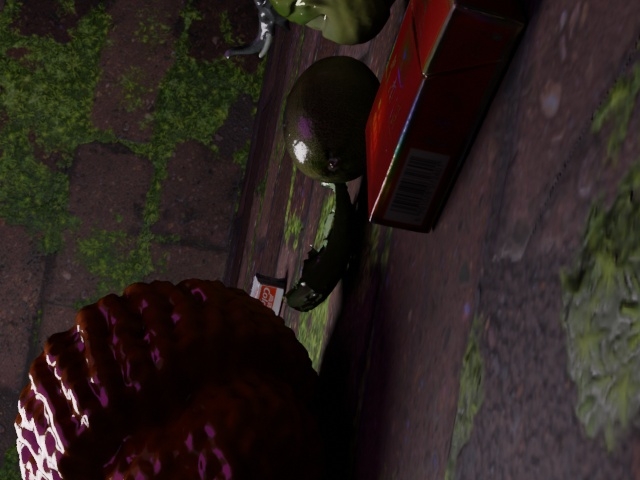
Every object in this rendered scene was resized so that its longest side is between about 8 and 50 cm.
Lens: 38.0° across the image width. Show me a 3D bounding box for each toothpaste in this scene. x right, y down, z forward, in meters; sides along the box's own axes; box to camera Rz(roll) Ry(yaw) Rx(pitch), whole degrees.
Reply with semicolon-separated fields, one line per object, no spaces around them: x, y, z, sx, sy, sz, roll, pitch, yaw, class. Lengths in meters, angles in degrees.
-0.096;0.146;1.386;0.040;0.047;0.196;-93;16;-68;toothpaste

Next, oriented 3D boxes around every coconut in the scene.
0.004;0.001;0.911;0.133;0.055;0.158;-102;23;-65;coconut

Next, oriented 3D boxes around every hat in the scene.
-0.094;0.189;0.775;0.400;0.285;0.285;24;104;62;hat

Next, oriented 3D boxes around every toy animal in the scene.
-0.028;-0.352;1.290;0.082;0.137;0.269;-97;28;-55;toy animal

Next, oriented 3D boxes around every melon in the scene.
0.014;-0.116;0.859;0.162;0.099;0.099;-86;11;-53;melon

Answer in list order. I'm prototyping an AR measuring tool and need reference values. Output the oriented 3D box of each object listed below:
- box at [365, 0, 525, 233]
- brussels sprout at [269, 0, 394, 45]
0.074;-0.105;0.620;0.112;0.048;0.175;-88;13;-47;box
0.021;-0.290;0.816;0.223;0.161;0.223;-165;90;-85;brussels sprout
